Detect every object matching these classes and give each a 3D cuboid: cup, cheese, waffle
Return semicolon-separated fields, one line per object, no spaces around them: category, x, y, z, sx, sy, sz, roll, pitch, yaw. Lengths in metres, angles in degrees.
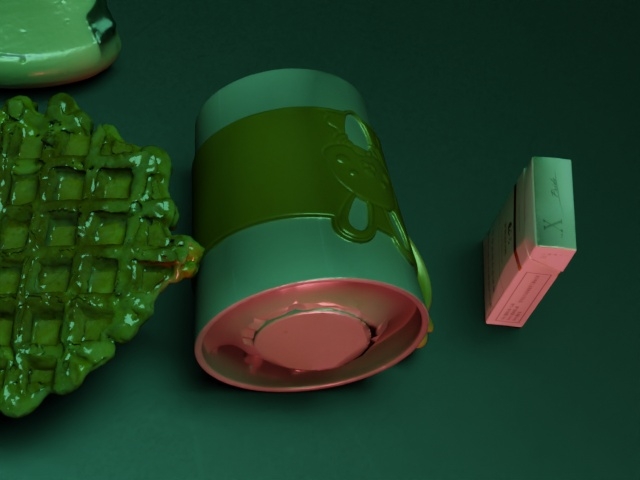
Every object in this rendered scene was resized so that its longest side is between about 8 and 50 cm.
cup;0.000;0.000;1.555;0.241;0.185;0.226;21;49;-42
cheese;-0.299;-0.168;1.607;0.251;0.054;0.127;-19;71;-22
waffle;-0.238;0.009;1.496;0.291;0.051;0.291;-7;62;13

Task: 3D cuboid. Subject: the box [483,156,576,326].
box;0.171;0.003;1.593;0.040;0.154;0.084;8;63;-9
